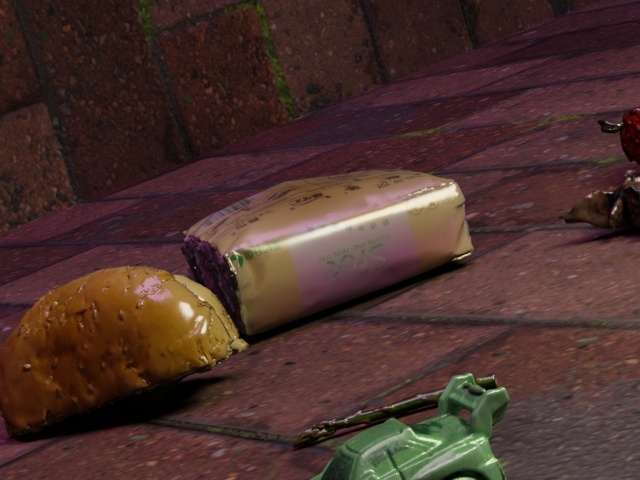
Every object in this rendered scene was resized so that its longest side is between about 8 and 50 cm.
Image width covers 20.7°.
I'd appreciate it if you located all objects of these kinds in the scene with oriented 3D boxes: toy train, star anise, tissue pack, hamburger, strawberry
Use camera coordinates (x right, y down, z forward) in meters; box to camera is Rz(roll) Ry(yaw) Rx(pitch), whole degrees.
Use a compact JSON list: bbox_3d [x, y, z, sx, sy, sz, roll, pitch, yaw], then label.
[{"bbox_3d":[0.046,0.145,1.060,0.149,0.081,0.099,-20,11,-14],"label":"toy train"},{"bbox_3d":[0.310,-0.045,1.695,0.129,0.056,0.124,-26,13,-38],"label":"star anise"},{"bbox_3d":[0.000,0.000,1.796,0.256,0.123,0.215,-21,13,-15],"label":"tissue pack"},{"bbox_3d":[-0.193,0.094,1.599,0.262,0.131,0.124,-17,9,28],"label":"hamburger"},{"bbox_3d":[0.401,-0.120,1.872,0.192,0.085,0.140,-12,3,1],"label":"strawberry"}]

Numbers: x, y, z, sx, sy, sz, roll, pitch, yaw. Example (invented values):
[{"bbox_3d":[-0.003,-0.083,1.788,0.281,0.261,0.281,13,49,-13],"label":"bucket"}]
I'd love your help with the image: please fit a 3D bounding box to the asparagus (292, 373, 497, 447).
[{"bbox_3d":[0.055,0.127,1.323,0.162,0.016,0.016,-16,29,2],"label":"asparagus"}]
